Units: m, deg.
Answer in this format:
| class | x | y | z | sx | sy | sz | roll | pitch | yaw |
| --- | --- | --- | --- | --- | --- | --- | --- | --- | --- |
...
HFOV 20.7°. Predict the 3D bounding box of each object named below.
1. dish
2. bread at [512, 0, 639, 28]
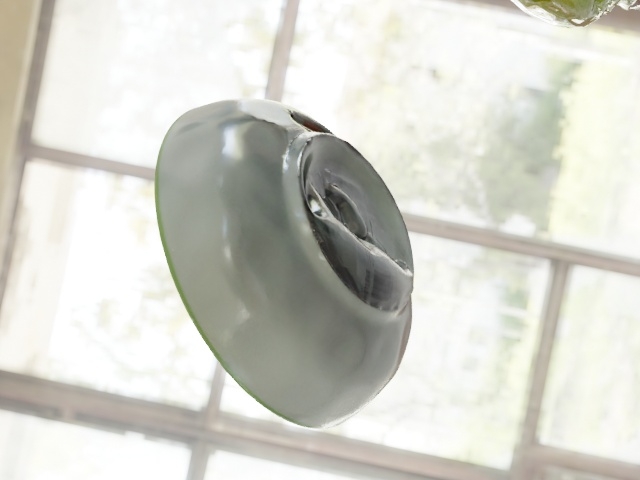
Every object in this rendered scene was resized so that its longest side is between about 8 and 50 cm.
| class | x | y | z | sx | sy | sz | roll | pitch | yaw |
| --- | --- | --- | --- | --- | --- | --- | --- | --- | --- |
| dish | 0.000 | 0.000 | 1.600 | 0.324 | 0.124 | 0.324 | 39 | -143 | -38 |
| bread | 0.225 | -0.371 | 1.465 | 0.251 | 0.208 | 0.376 | -11 | 81 | 57 |
